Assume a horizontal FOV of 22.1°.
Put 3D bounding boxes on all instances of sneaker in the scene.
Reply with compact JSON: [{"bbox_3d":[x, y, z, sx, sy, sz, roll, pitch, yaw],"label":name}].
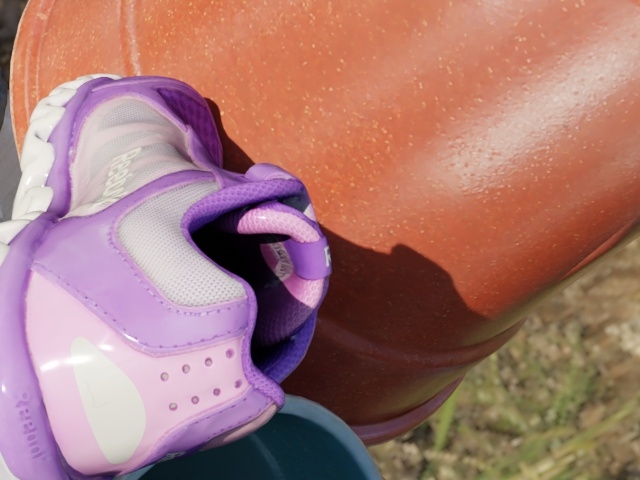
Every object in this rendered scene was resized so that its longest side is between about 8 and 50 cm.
[{"bbox_3d":[-0.045,0.005,0.511,0.236,0.104,0.095,-79,152,-67],"label":"sneaker"}]

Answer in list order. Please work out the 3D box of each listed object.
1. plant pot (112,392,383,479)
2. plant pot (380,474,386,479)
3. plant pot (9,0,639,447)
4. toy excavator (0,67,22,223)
[{"bbox_3d":[-0.141,0.173,0.659,0.271,0.255,0.272,-19,113,-54],"label":"plant pot"},{"bbox_3d":[-0.042,0.316,1.726,0.291,0.203,0.291,35,11,-8],"label":"plant pot"},{"bbox_3d":[0.057,-0.086,0.675,0.272,0.265,0.272,23,51,-32],"label":"plant pot"},{"bbox_3d":[-0.407,0.052,1.095,0.445,0.433,0.222,-71,160,-6],"label":"toy excavator"}]
